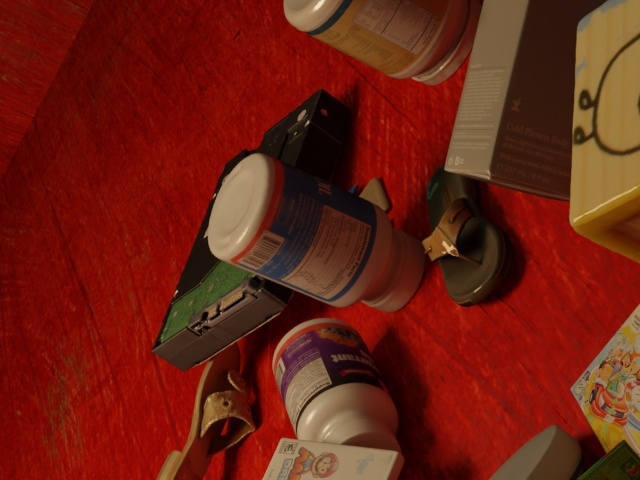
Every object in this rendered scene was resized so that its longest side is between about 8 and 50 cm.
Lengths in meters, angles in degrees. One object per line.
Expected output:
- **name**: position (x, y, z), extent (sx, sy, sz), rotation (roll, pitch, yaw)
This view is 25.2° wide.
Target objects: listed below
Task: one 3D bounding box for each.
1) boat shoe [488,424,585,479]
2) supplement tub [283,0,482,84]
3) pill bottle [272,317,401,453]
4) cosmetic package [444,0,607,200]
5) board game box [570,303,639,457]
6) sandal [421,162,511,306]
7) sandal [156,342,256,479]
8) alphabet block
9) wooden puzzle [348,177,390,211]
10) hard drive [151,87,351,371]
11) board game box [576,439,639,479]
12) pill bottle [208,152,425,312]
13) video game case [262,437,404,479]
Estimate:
- **boat shoe**: position (0.159, 0.310, 1.124), extent (0.136, 0.156, 0.367), rotation (-46, 3, 43)
- **supplement tub**: position (0.074, -0.276, 1.668), extent (0.144, 0.199, 0.144), rotation (-41, 37, 40)
- **pill bottle**: position (0.020, 0.175, 1.505), extent (0.108, 0.108, 0.193), rotation (-57, 28, 19)
- **cosmetic package**: position (0.215, -0.163, 1.362), extent (0.107, 0.127, 0.238), rotation (-161, 84, -68)
- **board game box**: position (0.270, 0.135, 1.167), extent (0.103, 0.026, 0.154), rotation (-55, 28, 21)
- **sandal**: position (0.139, -0.014, 1.491), extent (0.090, 0.060, 0.219), rotation (-50, 31, 30)
- **sandal**: position (-0.119, 0.235, 1.767), extent (0.079, 0.088, 0.240), rotation (7, 56, 27)
- **alphabet block**: position (0.319, -0.091, 1.077), extent (0.192, 0.193, 0.197), rotation (-35, 40, 49)
- **wooden puzzle**: position (0.055, -0.031, 1.716), extent (0.078, 0.014, 0.116), rotation (-45, 34, 29)
- **hard drive**: position (-0.084, -0.014, 1.829), extent (0.237, 0.064, 0.339), rotation (-35, 27, 44)
- **board game box**: position (0.188, 0.239, 1.052), extent (0.181, 0.092, 0.043), rotation (-34, -17, -25)
- **pill bottle**: position (0.000, 0.000, 1.556), extent (0.124, 0.221, 0.124), rotation (-41, 37, 40)
- **video game case**: position (-0.008, 0.263, 1.354), extent (0.143, 0.019, 0.157), rotation (1, 52, 37)
